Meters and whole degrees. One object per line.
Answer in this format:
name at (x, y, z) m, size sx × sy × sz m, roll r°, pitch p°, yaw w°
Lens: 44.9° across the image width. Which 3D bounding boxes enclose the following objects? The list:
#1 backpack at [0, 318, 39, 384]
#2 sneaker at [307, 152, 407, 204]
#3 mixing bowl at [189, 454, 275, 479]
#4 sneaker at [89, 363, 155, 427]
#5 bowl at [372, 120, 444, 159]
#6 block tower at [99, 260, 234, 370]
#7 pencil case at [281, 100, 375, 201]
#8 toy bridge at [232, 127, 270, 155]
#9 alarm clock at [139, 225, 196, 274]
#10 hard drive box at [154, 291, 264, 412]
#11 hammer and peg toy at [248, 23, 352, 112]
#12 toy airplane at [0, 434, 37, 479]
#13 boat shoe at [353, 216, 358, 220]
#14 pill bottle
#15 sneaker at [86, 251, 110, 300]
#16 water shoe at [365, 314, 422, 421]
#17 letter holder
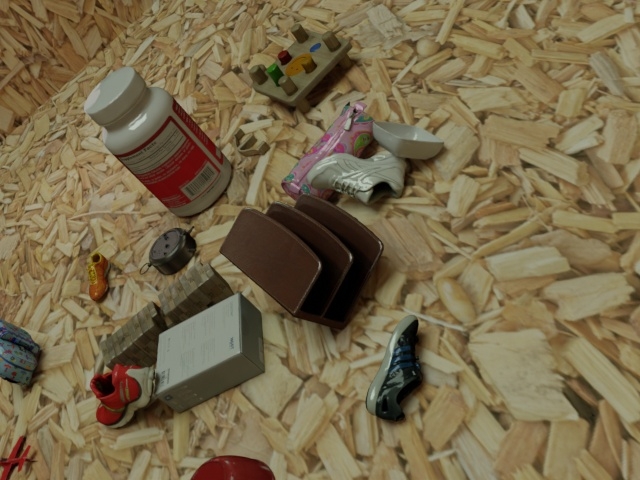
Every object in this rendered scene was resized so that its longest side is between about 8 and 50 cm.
backpack at (-0.846, 0.313, 2.117) m, size 0.117 × 0.158 × 0.173 m, roll -54°, pitch 41°, yaw -5°
sneaker at (0.082, -0.134, 1.771) m, size 0.232 × 0.090 × 0.115 m, roll -4°, pitch 56°, yaw 9°
mixing bowl at (-0.182, 0.469, 1.431) m, size 0.181 × 0.098 × 0.181 m, roll -24°, pitch 41°, yaw 22°
sneaker at (-0.462, 0.336, 1.737) m, size 0.279 × 0.118 × 0.107 m, roll -44°, pitch 33°, yaw 46°
bowl at (0.196, -0.228, 1.788) m, size 0.142 × 0.142 × 0.053 m, roll 45°, pitch 126°, yaw 55°
block tower at (-0.372, 0.193, 1.879) m, size 0.335 × 0.097 × 0.091 m, roll -39°, pitch 37°, yaw 0°
pencil case at (0.028, -0.208, 1.905) m, size 0.284 × 0.124 × 0.124 m, roll -51°, pitch 38°, yaw -12°
toy bridge at (-0.217, -0.282, 2.272) m, size 0.063 × 0.026 × 0.188 m, roll -48°, pitch 37°, yaw -7°
alarm clock at (-0.421, 0.036, 2.106) m, size 0.192 × 0.064 × 0.129 m, roll -34°, pitch 38°, yaw 14°
hard drive box at (-0.246, 0.248, 1.715) m, size 0.232 × 0.089 × 0.181 m, roll -28°, pitch 39°, yaw 18°
hammer and peg toy at (-0.083, -0.535, 2.324) m, size 0.266 × 0.127 × 0.361 m, roll -47°, pitch 37°, yaw -7°
toy airplane at (-0.757, 0.547, 1.911) m, size 0.151 × 0.028 × 0.151 m, roll -23°, pitch 42°, yaw 23°
boat shoe at (0.000, 0.000, 1.771) m, size 0.207 × 0.073 × 0.073 m, roll -22°, pitch 4°, yaw 36°
pill bottle at (-0.449, -0.273, 2.148) m, size 0.229 × 0.408 × 0.229 m, roll -23°, pitch 40°, yaw 21°
sneaker at (-0.649, 0.105, 2.227) m, size 0.064 × 0.067 × 0.175 m, roll -30°, pitch 40°, yaw 12°
water shoe at (0.154, 0.235, 1.413) m, size 0.080 × 0.073 × 0.203 m, roll 16°, pitch 67°, yaw 24°
letter holder at (-0.040, 0.013, 1.636) m, size 0.302 × 0.152 × 0.215 m, roll 36°, pitch 100°, yaw 45°
